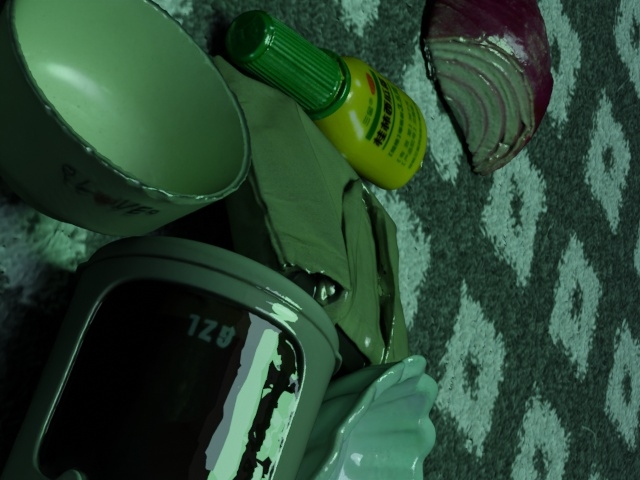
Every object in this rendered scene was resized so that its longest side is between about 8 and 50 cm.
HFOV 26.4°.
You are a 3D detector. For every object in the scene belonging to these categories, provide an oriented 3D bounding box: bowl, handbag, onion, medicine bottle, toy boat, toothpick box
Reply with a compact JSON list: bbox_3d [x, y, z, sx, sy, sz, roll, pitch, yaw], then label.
[{"bbox_3d":[-0.165,-0.087,0.995,0.211,0.112,0.211,32,38,-28],"label":"bowl"},{"bbox_3d":[0.002,0.005,1.246,0.316,0.109,0.253,50,23,-47],"label":"handbag"},{"bbox_3d":[0.235,-0.239,1.675,0.250,0.111,0.247,59,45,-36],"label":"onion"},{"bbox_3d":[0.009,-0.141,1.344,0.309,0.076,0.111,27,59,-53],"label":"medicine bottle"},{"bbox_3d":[0.000,0.213,1.141,0.290,0.100,0.199,-53,145,-38],"label":"toy boat"},{"bbox_3d":[-0.128,0.181,1.011,0.229,0.229,0.316,48,52,-46],"label":"toothpick box"}]
